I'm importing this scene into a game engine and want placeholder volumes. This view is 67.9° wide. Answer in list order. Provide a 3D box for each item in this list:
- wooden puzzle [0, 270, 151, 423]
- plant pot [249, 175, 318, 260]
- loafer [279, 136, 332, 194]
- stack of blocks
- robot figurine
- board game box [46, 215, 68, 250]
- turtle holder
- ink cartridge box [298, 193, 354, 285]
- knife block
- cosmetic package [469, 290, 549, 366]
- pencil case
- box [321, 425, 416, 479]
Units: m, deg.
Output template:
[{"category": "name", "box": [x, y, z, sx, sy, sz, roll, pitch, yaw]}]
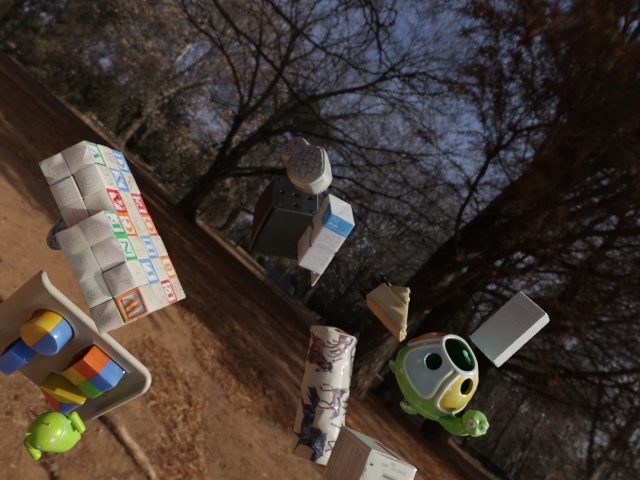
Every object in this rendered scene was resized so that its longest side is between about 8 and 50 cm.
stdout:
[{"category": "wooden puzzle", "box": [-0.603, 0.274, 1.083, 0.348, 0.322, 0.080, 52, 29, -14]}, {"category": "plant pot", "box": [-0.091, -0.072, 1.365, 0.187, 0.188, 0.167, 11, -41, -12]}, {"category": "loafer", "box": [-0.026, -0.173, 1.179, 0.111, 0.112, 0.319, 55, 5, -26]}, {"category": "stack of blocks", "box": [-0.352, -0.010, 0.802, 0.171, 0.087, 0.297, -16, 81, -87]}, {"category": "robot figurine", "box": [-0.496, 0.357, 0.886, 0.067, 0.101, 0.115, 57, -13, 25]}, {"category": "board game box", "box": [-0.587, -0.061, 1.234, 0.194, 0.194, 0.060, 0, -43, 23]}, {"category": "turtle holder", "box": [0.371, 0.436, 1.477, 0.243, 0.320, 0.227, 22, -49, -14]}, {"category": "ink cartridge box", "box": [0.000, 0.000, 1.055, 0.060, 0.180, 0.104, 26, 24, -16]}, {"category": "knife block", "box": [0.236, 0.257, 1.932, 0.241, 0.276, 0.088, 3, -38, 13]}, {"category": "cosmetic package", "box": [0.621, 0.292, 1.566, 0.085, 0.231, 0.117, 41, 7, -49]}, {"category": "pencil case", "box": [0.017, 0.473, 1.455, 0.159, 0.411, 0.183, 2, -16, 24]}, {"category": "box", "box": [0.111, 0.574, 1.169, 0.126, 0.149, 0.232, 26, -13, -9]}]
